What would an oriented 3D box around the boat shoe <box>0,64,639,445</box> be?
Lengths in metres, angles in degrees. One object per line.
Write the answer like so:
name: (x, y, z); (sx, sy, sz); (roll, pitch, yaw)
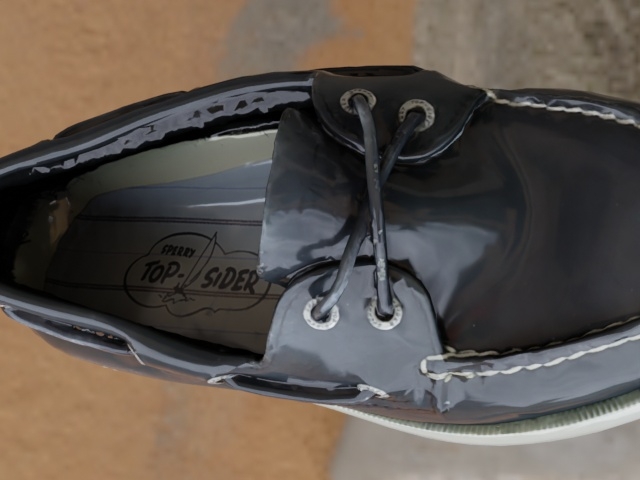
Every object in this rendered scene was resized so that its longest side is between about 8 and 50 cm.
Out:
boat shoe: (0.000, -0.004, 0.696); (0.340, 0.127, 0.113); (5, 169, 37)
